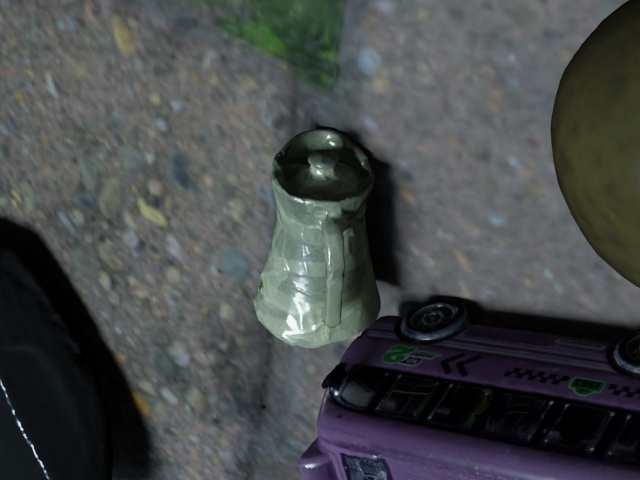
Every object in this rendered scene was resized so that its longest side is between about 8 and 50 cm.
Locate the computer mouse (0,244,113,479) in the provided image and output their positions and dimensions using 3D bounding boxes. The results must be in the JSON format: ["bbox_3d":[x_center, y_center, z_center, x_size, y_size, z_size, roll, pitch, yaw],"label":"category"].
[{"bbox_3d":[-0.183,0.089,0.755,0.122,0.073,0.217,-8,111,42],"label":"computer mouse"}]

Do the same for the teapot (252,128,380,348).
[{"bbox_3d":[0.000,0.000,0.530,0.057,0.067,0.083,-5,123,-10],"label":"teapot"}]

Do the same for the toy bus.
[{"bbox_3d":[0.082,0.087,0.501,0.178,0.098,0.086,6,127,39],"label":"toy bus"}]

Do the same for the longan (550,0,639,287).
[{"bbox_3d":[0.125,-0.029,0.370,0.113,0.092,0.113,7,117,14],"label":"longan"}]
